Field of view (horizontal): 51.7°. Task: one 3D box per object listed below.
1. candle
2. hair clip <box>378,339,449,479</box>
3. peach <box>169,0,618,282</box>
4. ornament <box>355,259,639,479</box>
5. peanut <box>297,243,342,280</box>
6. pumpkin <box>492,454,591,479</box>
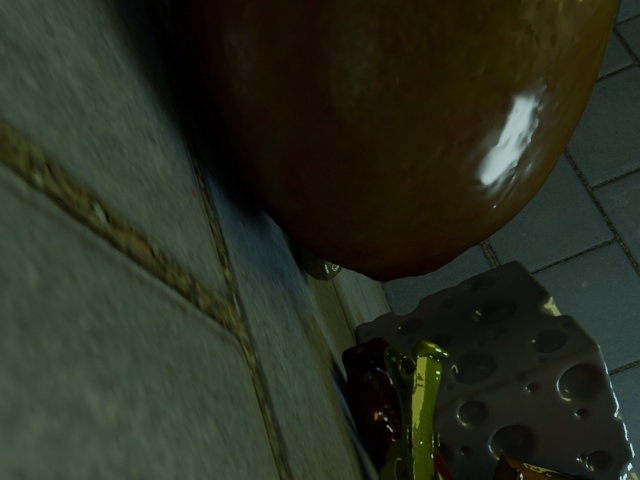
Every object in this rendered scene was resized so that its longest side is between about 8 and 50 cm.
[{"bbox_3d":[0.092,0.210,0.624,0.302,0.059,0.084,62,29,-33],"label":"candle"},{"bbox_3d":[0.071,0.164,0.501,0.072,0.046,0.173,35,51,-51],"label":"hair clip"},{"bbox_3d":[0.053,-0.149,0.482,0.372,0.289,0.373,-18,90,-87],"label":"peach"},{"bbox_3d":[0.204,0.208,0.801,0.239,0.239,0.240,-100,166,-70],"label":"ornament"},{"bbox_3d":[0.000,0.000,0.644,0.113,0.053,0.054,-97,164,-63],"label":"peanut"},{"bbox_3d":[0.264,0.321,0.536,0.303,0.256,0.226,142,-30,-84],"label":"pumpkin"}]
